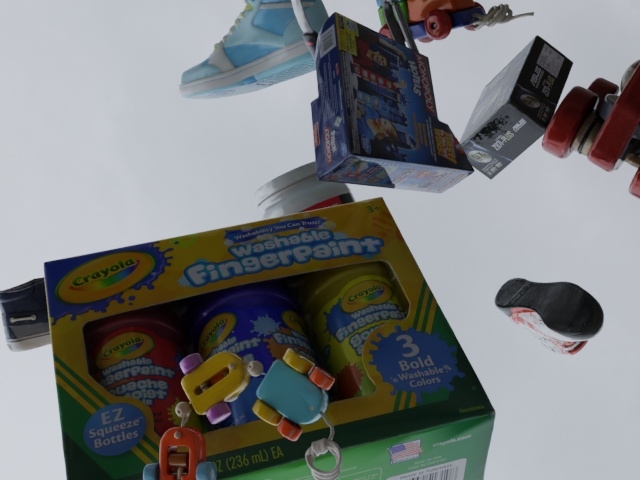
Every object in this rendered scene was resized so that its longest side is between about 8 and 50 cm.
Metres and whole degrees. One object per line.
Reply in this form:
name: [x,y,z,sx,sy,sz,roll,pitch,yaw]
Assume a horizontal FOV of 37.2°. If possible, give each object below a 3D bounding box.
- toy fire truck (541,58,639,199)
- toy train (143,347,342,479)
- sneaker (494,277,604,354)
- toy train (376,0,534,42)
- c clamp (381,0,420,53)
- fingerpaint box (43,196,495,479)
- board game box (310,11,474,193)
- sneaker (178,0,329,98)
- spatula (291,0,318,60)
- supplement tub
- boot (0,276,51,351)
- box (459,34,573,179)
toy fire truck: [0.447,-0.207,1.294,0.169,0.254,0.302,31,-153,19]
toy train: [-0.058,0.148,0.752,0.046,0.166,0.125,28,-126,-69]
sneaker: [0.422,0.139,1.611,0.145,0.270,0.090,36,-98,-22]
toy train: [0.178,-0.355,1.318,0.105,0.248,0.143,-25,-76,-42]
c clamp: [0.114,-0.270,1.262,0.137,0.022,0.161,74,175,-78]
fingerpaint box: [-0.077,0.153,1.117,0.444,0.163,0.371,-11,-137,-11]
board game box: [0.081,-0.134,1.075,0.194,0.060,0.194,19,-126,-35]
sneaker: [-0.125,-0.375,1.673,0.127,0.319,0.208,-17,-88,-68]
spatula: [-0.020,-0.282,1.179,0.030,0.084,0.296,-46,-56,-28]
supplement tub: [0.000,0.000,1.843,0.191,0.191,0.272,-20,-98,-50]
boot: [-0.342,0.086,1.305,0.190,0.069,0.086,-16,-78,-21]
box: [0.304,-0.210,1.496,0.077,0.147,0.180,35,-128,-7]
